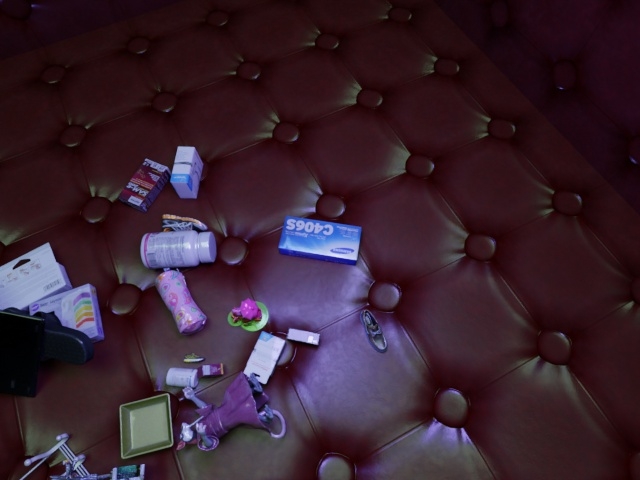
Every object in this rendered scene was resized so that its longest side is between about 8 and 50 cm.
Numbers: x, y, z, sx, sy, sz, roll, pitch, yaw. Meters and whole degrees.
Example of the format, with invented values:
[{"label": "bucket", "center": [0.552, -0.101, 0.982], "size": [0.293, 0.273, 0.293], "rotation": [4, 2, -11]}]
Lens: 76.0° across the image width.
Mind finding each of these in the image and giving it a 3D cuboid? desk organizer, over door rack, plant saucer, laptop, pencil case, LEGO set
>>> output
[{"label": "desk organizer", "center": [-0.069, 0.394, 1.664], "size": [0.130, 0.050, 0.047], "rotation": [10, 66, 6]}, {"label": "over door rack", "center": [-0.966, 0.886, 1.420], "size": [0.240, 0.108, 0.324], "rotation": [38, 71, 17]}, {"label": "plant saucer", "center": [-0.647, 0.694, 1.537], "size": [0.189, 0.045, 0.188], "rotation": [-13, 66, -5]}, {"label": "laptop", "center": [-1.258, 0.353, 1.585], "size": [0.408, 0.381, 0.236], "rotation": [16, 21, -14]}, {"label": "pencil case", "center": [-0.583, 0.252, 1.702], "size": [0.124, 0.124, 0.284], "rotation": [-31, 67, -13]}, {"label": "LEGO set", "center": [-0.711, 0.853, 1.330], "size": [0.332, 0.192, 0.254], "rotation": [13, 59, -20]}]

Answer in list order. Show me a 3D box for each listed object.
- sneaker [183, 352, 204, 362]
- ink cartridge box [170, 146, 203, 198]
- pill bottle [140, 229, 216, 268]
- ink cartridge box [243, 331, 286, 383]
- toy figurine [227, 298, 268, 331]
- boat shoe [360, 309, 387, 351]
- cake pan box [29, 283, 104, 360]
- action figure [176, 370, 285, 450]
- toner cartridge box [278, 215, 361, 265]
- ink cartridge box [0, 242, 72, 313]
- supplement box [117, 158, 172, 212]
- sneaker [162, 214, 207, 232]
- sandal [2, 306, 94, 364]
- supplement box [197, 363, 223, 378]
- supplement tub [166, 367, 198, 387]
[{"label": "sneaker", "center": [-0.508, 0.470, 1.646], "size": [0.084, 0.031, 0.035], "rotation": [-3, 65, 0]}, {"label": "ink cartridge box", "center": [-0.634, -0.324, 1.952], "size": [0.086, 0.148, 0.203], "rotation": [2, 66, 3]}, {"label": "pill bottle", "center": [-0.609, 0.038, 1.777], "size": [0.283, 0.160, 0.160], "rotation": [-3, 65, -1]}, {"label": "ink cartridge box", "center": [-0.220, 0.468, 1.626], "size": [0.104, 0.060, 0.180], "rotation": [21, 67, 9]}, {"label": "toy figurine", "center": [-0.306, 0.289, 1.657], "size": [0.173, 0.159, 0.130], "rotation": [-5, 65, -1]}, {"label": "boat shoe", "center": [0.214, 0.365, 1.664], "size": [0.066, 0.066, 0.183], "rotation": [-27, 67, -11]}, {"label": "cake pan box", "center": [-1.058, 0.338, 1.698], "size": [0.267, 0.070, 0.245], "rotation": [-19, 64, -7]}, {"label": "action figure", "center": [-0.359, 0.658, 1.510], "size": [0.370, 0.275, 0.248], "rotation": [-35, 30, 2]}, {"label": "toner cartridge box", "center": [0.000, 0.000, 1.832], "size": [0.348, 0.075, 0.165], "rotation": [8, 67, 5]}, {"label": "ink cartridge box", "center": [-1.261, 0.176, 1.780], "size": [0.275, 0.060, 0.238], "rotation": [-30, 67, -12]}, {"label": "supplement box", "center": [-0.841, -0.265, 1.970], "size": [0.130, 0.073, 0.239], "rotation": [22, 68, 10]}, {"label": "sneaker", "center": [-0.624, -0.062, 1.876], "size": [0.215, 0.084, 0.083], "rotation": [8, 79, 8]}, {"label": "sandal", "center": [-1.040, 0.362, 1.581], "size": [0.446, 0.107, 0.167], "rotation": [15, 111, 15]}, {"label": "supplement box", "center": [-0.429, 0.508, 1.594], "size": [0.083, 0.055, 0.043], "rotation": [9, 59, -37]}, {"label": "supplement tub", "center": [-0.535, 0.534, 1.595], "size": [0.107, 0.071, 0.070], "rotation": [4, 65, 3]}]
